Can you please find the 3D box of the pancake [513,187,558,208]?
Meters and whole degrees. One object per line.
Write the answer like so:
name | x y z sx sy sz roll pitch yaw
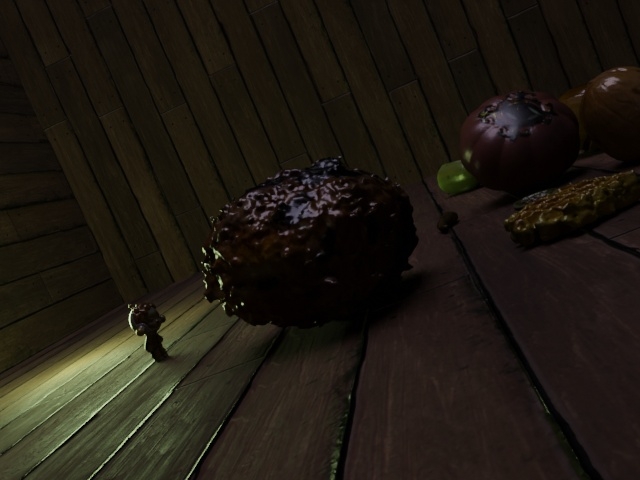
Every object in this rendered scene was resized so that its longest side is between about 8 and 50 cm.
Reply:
pancake | 0.494 -0.096 1.386 0.108 0.017 0.108 -24 9 4

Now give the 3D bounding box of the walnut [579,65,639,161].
walnut | 0.685 -0.284 1.352 0.195 0.221 0.195 -50 0 0

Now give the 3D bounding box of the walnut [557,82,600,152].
walnut | 0.819 -0.366 1.720 0.209 0.209 0.336 -28 6 -40

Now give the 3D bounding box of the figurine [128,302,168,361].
figurine | -0.400 0.212 1.433 0.068 0.143 0.101 -20 30 21

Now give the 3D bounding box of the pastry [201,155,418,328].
pastry | 0.000 0.003 1.085 0.405 0.292 0.337 -16 11 -33

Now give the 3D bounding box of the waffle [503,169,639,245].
waffle | 0.417 -0.050 1.039 0.211 0.055 0.160 -24 4 -20

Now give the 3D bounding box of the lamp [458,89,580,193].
lamp | 0.518 -0.246 1.586 0.305 0.240 0.305 -10 49 12

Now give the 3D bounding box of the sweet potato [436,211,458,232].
sweet potato | 0.321 -0.048 1.543 0.041 0.038 0.153 -46 -4 28

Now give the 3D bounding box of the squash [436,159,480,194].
squash | 0.508 -0.226 2.132 0.123 0.123 0.186 -25 9 -22
